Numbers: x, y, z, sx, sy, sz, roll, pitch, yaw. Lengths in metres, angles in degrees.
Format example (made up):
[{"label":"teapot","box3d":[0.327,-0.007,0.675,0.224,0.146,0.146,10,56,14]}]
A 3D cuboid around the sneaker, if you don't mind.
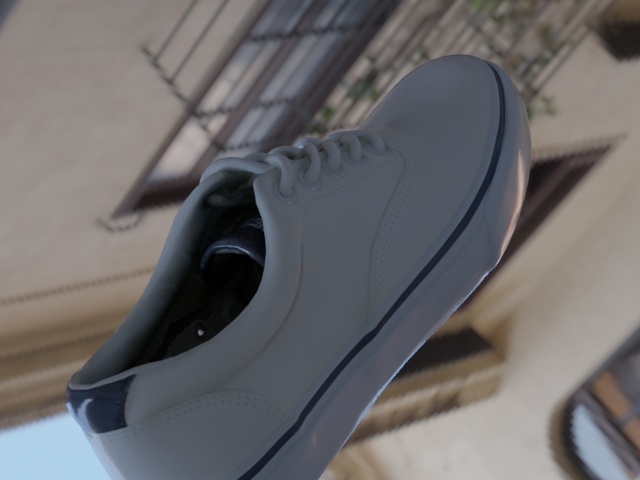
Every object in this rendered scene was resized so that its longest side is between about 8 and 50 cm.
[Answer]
[{"label":"sneaker","box3d":[0.000,0.000,0.728,0.091,0.094,0.258,59,-133,-29]}]
